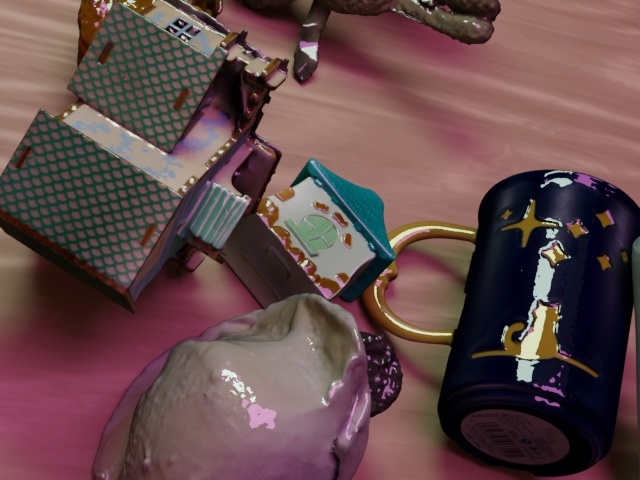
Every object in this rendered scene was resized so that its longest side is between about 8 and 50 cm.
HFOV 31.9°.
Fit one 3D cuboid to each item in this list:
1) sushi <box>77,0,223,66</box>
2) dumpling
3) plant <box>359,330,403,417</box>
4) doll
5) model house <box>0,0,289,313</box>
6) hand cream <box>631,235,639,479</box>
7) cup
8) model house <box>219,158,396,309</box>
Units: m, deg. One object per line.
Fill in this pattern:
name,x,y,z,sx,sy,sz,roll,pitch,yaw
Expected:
sushi,-0.141,-0.211,1.114,0.179,0.167,0.296,13,45,1
dumpling,-0.089,0.147,0.889,0.243,0.175,0.227,-22,38,-21
plant,0.010,0.119,0.997,0.094,0.143,0.092,-35,103,-33
doll,0.043,-0.292,1.213,0.091,0.286,0.203,-53,133,-62
model house,-0.152,-0.041,0.916,0.178,0.271,0.206,35,38,3
hand cream,0.338,0.135,1.089,0.109,0.321,0.067,-26,31,-36
cup,0.181,0.087,1.114,0.178,0.255,0.256,53,45,-39
model house,0.000,0.000,1.084,0.149,0.100,0.127,-34,80,-38
